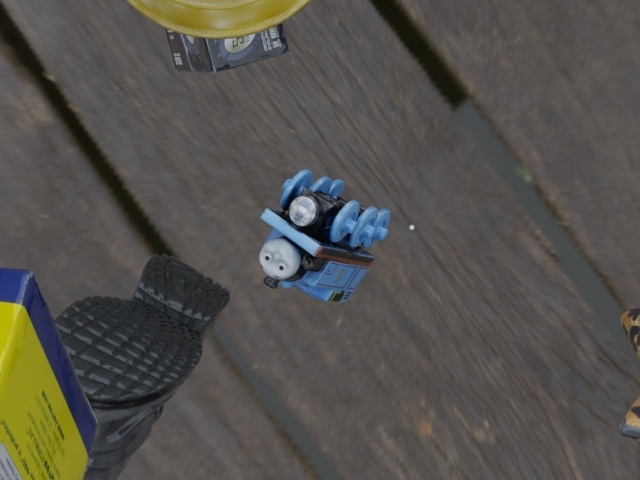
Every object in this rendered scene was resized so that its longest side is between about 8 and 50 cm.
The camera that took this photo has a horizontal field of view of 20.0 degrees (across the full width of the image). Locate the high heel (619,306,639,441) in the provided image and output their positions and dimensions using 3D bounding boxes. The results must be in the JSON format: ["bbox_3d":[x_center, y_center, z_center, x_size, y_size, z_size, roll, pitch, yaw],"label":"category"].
[{"bbox_3d":[0.333,0.132,1.870,0.186,0.261,0.093,-6,114,-25],"label":"high heel"}]

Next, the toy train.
[{"bbox_3d":[0.000,0.000,1.643,0.080,0.184,0.105,33,97,17],"label":"toy train"}]

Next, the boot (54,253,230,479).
[{"bbox_3d":[-0.191,0.157,1.615,0.118,0.338,0.223,32,108,9],"label":"boot"}]

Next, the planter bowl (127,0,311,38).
[{"bbox_3d":[-0.088,-0.290,1.563,0.217,0.090,0.217,-5,120,-9],"label":"planter bowl"}]

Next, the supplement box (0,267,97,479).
[{"bbox_3d":[-0.276,0.204,1.025,0.194,0.195,0.356,6,56,11],"label":"supplement box"}]

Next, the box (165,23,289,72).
[{"bbox_3d":[-0.104,-0.239,1.727,0.077,0.180,0.147,-17,101,-14],"label":"box"}]
